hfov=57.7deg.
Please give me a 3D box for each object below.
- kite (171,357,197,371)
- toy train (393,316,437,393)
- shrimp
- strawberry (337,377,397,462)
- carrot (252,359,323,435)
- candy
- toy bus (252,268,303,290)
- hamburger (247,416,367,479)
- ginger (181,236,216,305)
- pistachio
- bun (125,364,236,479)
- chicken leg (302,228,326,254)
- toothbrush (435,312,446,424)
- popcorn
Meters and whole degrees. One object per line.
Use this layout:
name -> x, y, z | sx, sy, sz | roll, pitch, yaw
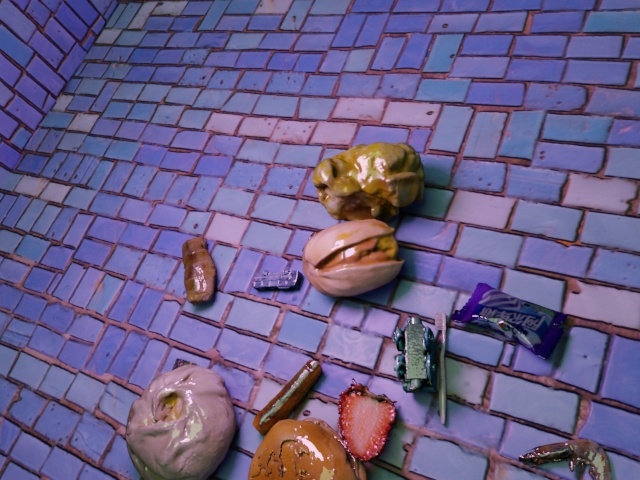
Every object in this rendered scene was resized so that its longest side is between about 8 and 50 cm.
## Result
kite -> -0.459, 0.423, 1.903 | 0.122, 0.004, 0.090 | -38, 54, 2
toy train -> 0.256, 0.310, 1.542 | 0.107, 0.154, 0.197 | -7, 62, 18
shrimp -> 0.569, 0.541, 1.343 | 0.195, 0.035, 0.147 | -15, 60, 16
strawberry -> 0.105, 0.485, 1.528 | 0.167, 0.087, 0.208 | 23, 49, 14
carrot -> -0.092, 0.451, 1.681 | 0.260, 0.070, 0.070 | -48, 54, -7
candy -> 0.499, 0.205, 1.542 | 0.275, 0.070, 0.145 | 21, 65, 35
toy bus -> -0.140, 0.131, 1.892 | 0.166, 0.047, 0.065 | -4, 66, 25
hamburger -> -0.039, 0.627, 1.500 | 0.305, 0.174, 0.284 | 30, 90, 41
ginger -> -0.417, 0.101, 2.005 | 0.109, 0.116, 0.262 | 1, 48, -21
pistachio -> 0.088, 0.054, 1.735 | 0.309, 0.230, 0.229 | -18, 57, 12
bun -> -0.425, 0.539, 1.693 | 0.365, 0.219, 0.365 | -14, 56, 22
chicken leg -> -0.004, -0.003, 1.910 | 0.062, 0.037, 0.145 | 38, 83, 13
toothbrush -> 0.325, 0.339, 1.568 | 0.030, 0.025, 0.307 | 7, 63, -2
popcorn -> 0.149, -0.191, 1.789 | 0.334, 0.292, 0.293 | -25, 47, 2
